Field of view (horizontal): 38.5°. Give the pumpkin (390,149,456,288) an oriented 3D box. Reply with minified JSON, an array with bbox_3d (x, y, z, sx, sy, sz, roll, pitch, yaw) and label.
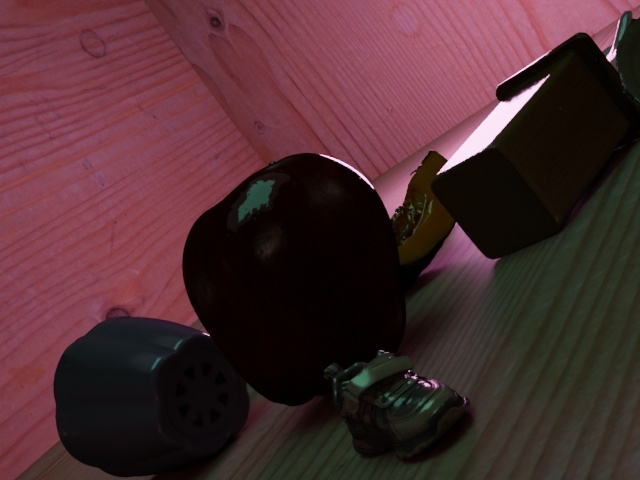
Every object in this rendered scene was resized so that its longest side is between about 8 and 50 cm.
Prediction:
[{"bbox_3d":[0.159,0.007,1.551,0.278,0.111,0.163,-53,-20,-24],"label":"pumpkin"}]

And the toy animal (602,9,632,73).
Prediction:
[{"bbox_3d":[0.557,-0.323,1.641,0.138,0.140,0.282,-49,8,-8],"label":"toy animal"}]

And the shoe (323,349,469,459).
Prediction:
[{"bbox_3d":[0.068,0.151,0.893,0.089,0.092,0.180,-38,6,-26],"label":"shoe"}]

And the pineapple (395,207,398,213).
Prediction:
[{"bbox_3d":[0.147,-0.011,1.793,0.237,0.111,0.119,-32,35,-8],"label":"pineapple"}]

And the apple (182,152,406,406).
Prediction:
[{"bbox_3d":[-0.031,0.047,1.220,0.288,0.317,0.288,-24,-4,-2],"label":"apple"}]

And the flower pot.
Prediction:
[{"bbox_3d":[-0.246,0.237,1.435,0.243,0.265,0.265,-15,20,46],"label":"flower pot"}]

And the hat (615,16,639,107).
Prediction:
[{"bbox_3d":[0.444,-0.157,1.013,0.252,0.252,0.110,-38,-36,-22],"label":"hat"}]

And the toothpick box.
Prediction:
[{"bbox_3d":[0.317,-0.131,1.345,0.190,0.187,0.308,-29,13,49],"label":"toothpick box"}]
